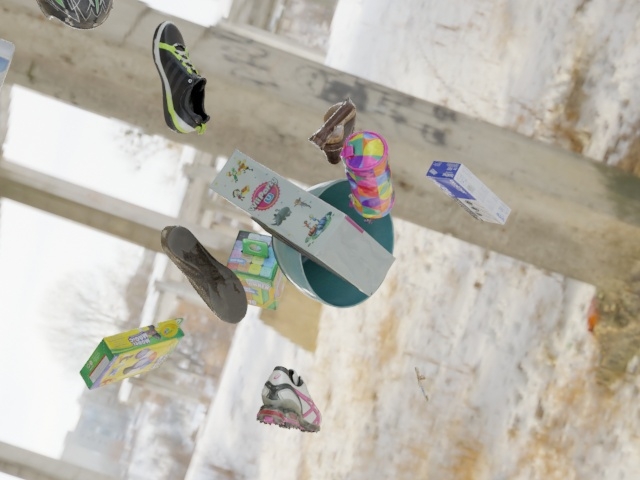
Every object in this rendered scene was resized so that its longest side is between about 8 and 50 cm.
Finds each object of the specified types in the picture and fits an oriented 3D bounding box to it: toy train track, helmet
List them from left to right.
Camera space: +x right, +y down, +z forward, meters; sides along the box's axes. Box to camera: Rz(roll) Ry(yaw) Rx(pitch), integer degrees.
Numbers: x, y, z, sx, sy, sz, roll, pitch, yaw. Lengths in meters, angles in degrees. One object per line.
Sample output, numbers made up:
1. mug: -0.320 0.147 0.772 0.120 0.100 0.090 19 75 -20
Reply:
1. helmet: -0.506 -0.525 1.891 0.161 0.169 0.169 22 94 46
2. toy train track: 0.202 0.282 1.799 0.048 0.014 0.083 -87 -20 -59

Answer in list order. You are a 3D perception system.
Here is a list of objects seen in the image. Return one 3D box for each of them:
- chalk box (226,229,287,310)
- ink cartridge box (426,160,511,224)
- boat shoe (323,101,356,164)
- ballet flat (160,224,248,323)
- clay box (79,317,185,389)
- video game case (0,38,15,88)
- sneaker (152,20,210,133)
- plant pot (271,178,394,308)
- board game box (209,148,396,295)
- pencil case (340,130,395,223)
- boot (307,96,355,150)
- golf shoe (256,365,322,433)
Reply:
1. chalk box: -0.163 0.067 2.363 0.213 0.132 0.132 86 -161 -58
2. ink cartridge box: 0.349 -0.112 2.154 0.097 0.207 0.046 14 71 54
3. boat shoe: 0.041 -0.249 2.111 0.207 0.073 0.073 -67 -29 -52
4. ballet flat: -0.225 0.065 1.749 0.058 0.250 0.084 4 51 49
5. clay box: -0.383 0.235 1.928 0.222 0.053 0.127 -11 -31 -50
6. video game case: -0.700 -0.274 1.494 0.300 0.329 0.036 -47 31 44
7. sneaker: -0.265 -0.328 1.834 0.084 0.097 0.234 -17 -83 -58
8. plant pot: 0.000 0.000 2.100 0.195 0.290 0.290 6 74 48
9. board game box: -0.034 -0.032 1.725 0.097 0.303 0.224 -56 -36 -4
10. pencil case: 0.098 -0.129 1.887 0.236 0.104 0.104 76 -151 -63
11. boot: 0.025 -0.233 1.819 0.114 0.037 0.106 -52 10 1
12. golf shoe: -0.034 0.228 1.300 0.186 0.067 0.086 52 -134 -69
